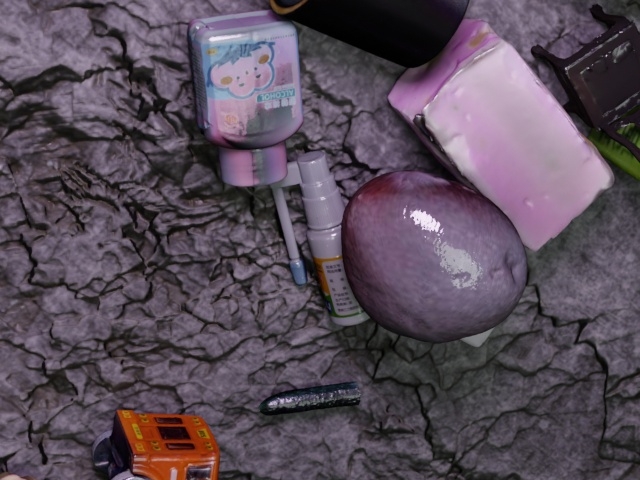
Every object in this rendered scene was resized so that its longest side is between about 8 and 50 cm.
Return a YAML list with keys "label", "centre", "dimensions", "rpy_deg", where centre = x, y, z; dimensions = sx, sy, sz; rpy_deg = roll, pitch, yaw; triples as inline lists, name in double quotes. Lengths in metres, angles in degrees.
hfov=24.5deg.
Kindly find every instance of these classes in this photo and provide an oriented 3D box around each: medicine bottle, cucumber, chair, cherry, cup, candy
- label: "medicine bottle"
  centre: [-0.085, -0.161, 1.695]
  dimensions: [0.119, 0.094, 0.188]
  rpy_deg: [-10, 112, -15]
- label: "cucumber"
  centre: [-0.016, 0.204, 1.889]
  dimensions: [0.133, 0.032, 0.032]
  rpy_deg: [-7, 112, -14]
- label: "chair"
  centre: [0.362, -0.184, 1.753]
  dimensions: [0.106, 0.229, 0.113]
  rpy_deg: [-36, 119, -3]
- label: "cherry"
  centre: [0.133, 0.023, 1.736]
  dimensions: [0.213, 0.183, 0.266]
  rpy_deg: [-15, 135, 38]
- label: "cup"
  centre: [0.078, -0.323, 1.650]
  dimensions: [0.177, 0.166, 0.239]
  rpy_deg: [24, 102, -27]
- label: "candy"
  centre: [0.223, -0.125, 1.793]
  dimensions: [0.155, 0.116, 0.265]
  rpy_deg: [-45, 115, 2]
- label: "medicine bottle"
  centre: [0.000, 0.000, 1.806]
  dimensions: [0.092, 0.061, 0.220]
  rpy_deg: [-12, 113, 8]

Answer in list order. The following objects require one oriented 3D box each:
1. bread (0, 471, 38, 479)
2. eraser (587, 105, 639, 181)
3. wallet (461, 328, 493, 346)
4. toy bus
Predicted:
- label: "bread"
  centre: [-0.407, 0.452, 1.743]
  dimensions: [0.316, 0.270, 0.211]
  rpy_deg: [-28, 130, -12]
- label: "eraser"
  centre: [0.478, -0.078, 1.802]
  dimensions: [0.210, 0.274, 0.092]
  rpy_deg: [17, 106, -21]
- label: "wallet"
  centre: [0.157, 0.064, 1.889]
  dimensions: [0.190, 0.033, 0.095]
  rpy_deg: [30, 97, -25]
- label: "toy bus"
  centre: [-0.212, 0.385, 1.836]
  dimensions: [0.153, 0.143, 0.329]
  rpy_deg: [2, 107, -19]
